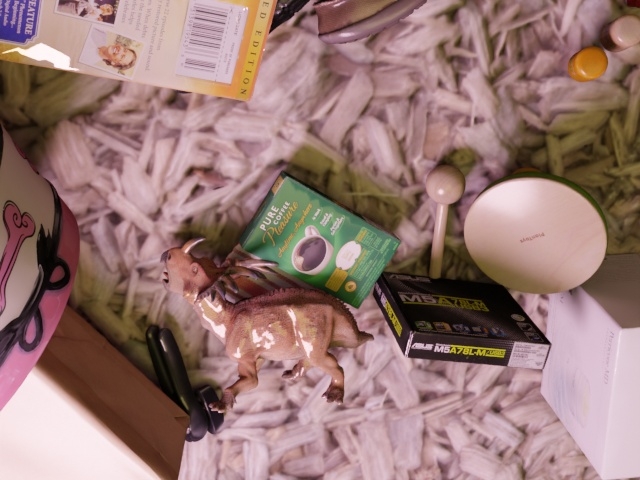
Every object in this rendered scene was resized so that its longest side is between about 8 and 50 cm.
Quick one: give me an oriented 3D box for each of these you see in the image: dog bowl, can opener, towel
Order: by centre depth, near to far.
[{"bbox_3d":[-0.425,0.063,1.004,0.408,0.408,0.150,-44,126,8],"label":"dog bowl"},{"bbox_3d":[-0.060,0.047,1.252,0.144,0.029,0.197,32,100,-21],"label":"towel"},{"bbox_3d":[-0.195,0.197,1.278,0.059,0.073,0.186,-7,116,35],"label":"can opener"}]

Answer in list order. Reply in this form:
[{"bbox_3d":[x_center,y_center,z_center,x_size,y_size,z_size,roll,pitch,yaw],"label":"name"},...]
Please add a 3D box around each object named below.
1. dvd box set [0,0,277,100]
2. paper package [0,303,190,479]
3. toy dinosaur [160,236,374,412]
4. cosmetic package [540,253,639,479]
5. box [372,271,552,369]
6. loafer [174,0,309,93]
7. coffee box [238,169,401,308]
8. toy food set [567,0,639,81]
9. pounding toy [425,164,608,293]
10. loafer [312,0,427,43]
[{"bbox_3d":[-0.236,-0.319,0.927,0.420,0.062,0.308,6,120,-20],"label":"dvd box set"},{"bbox_3d":[-0.379,0.270,1.176,0.325,0.168,0.309,-40,107,14],"label":"paper package"},{"bbox_3d":[-0.052,0.099,1.193,0.295,0.127,0.200,1,104,-16],"label":"toy dinosaur"},{"bbox_3d":[0.409,0.165,1.276,0.138,0.225,0.224,-4,112,-9],"label":"cosmetic package"},{"bbox_3d":[0.181,0.103,1.232,0.190,0.184,0.045,7,113,-12],"label":"box"},{"bbox_3d":[-0.099,-0.261,1.099,0.223,0.076,0.078,-40,83,12],"label":"loafer"},{"bbox_3d":[0.000,0.000,1.209,0.184,0.040,0.113,27,102,-20],"label":"coffee box"},{"bbox_3d":[0.355,-0.316,1.160,0.111,0.104,0.232,-4,95,5],"label":"toy food set"},{"bbox_3d":[0.266,-0.034,1.252,0.236,0.110,0.183,6,126,18],"label":"pounding toy"},{"bbox_3d":[0.116,-0.372,1.067,0.366,0.134,0.130,-44,109,-2],"label":"loafer"}]
